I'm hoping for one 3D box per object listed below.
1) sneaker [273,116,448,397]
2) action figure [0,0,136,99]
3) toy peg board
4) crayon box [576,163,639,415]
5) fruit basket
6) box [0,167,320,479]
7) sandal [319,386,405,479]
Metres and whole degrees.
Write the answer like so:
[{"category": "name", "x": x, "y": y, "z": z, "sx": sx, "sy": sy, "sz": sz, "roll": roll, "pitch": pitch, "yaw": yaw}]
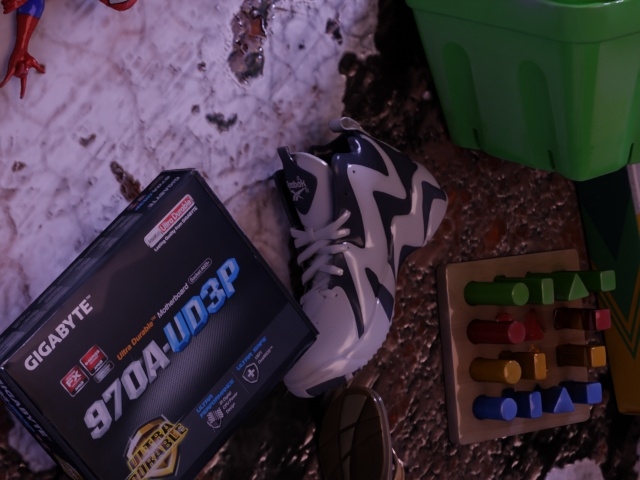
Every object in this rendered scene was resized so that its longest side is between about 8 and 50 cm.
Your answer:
[{"category": "sneaker", "x": 0.000, "y": 0.000, "z": 1.630, "sx": 0.153, "sy": 0.094, "sz": 0.235, "roll": 45, "pitch": 65, "yaw": -26}, {"category": "action figure", "x": -0.255, "y": -0.205, "z": 1.449, "sx": 0.280, "sy": 0.091, "sz": 0.139, "roll": 22, "pitch": 70, "yaw": -33}, {"category": "toy peg board", "x": 0.194, "y": 0.093, "z": 1.779, "sx": 0.161, "sy": 0.079, "sz": 0.160, "roll": -6, "pitch": 93, "yaw": -36}, {"category": "crayon box", "x": 0.359, "y": 0.037, "z": 1.899, "sx": 0.202, "sy": 0.081, "sz": 0.318, "roll": -15, "pitch": 98, "yaw": -35}, {"category": "fruit basket", "x": 0.280, "y": -0.263, "z": 1.718, "sx": 0.392, "sy": 0.283, "sz": 0.392, "roll": -14, "pitch": 112, "yaw": -36}, {"category": "box", "x": -0.125, "y": 0.082, "z": 1.490, "sx": 0.220, "sy": 0.051, "sz": 0.175, "roll": -47, "pitch": 114, "yaw": -25}, {"category": "sandal", "x": 0.046, "y": 0.206, "z": 1.679, "sx": 0.049, "sy": 0.072, "sz": 0.180, "roll": -25, "pitch": 106, "yaw": -50}]
